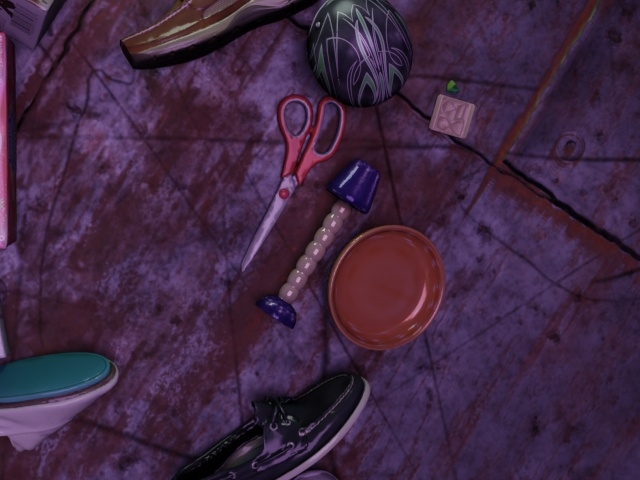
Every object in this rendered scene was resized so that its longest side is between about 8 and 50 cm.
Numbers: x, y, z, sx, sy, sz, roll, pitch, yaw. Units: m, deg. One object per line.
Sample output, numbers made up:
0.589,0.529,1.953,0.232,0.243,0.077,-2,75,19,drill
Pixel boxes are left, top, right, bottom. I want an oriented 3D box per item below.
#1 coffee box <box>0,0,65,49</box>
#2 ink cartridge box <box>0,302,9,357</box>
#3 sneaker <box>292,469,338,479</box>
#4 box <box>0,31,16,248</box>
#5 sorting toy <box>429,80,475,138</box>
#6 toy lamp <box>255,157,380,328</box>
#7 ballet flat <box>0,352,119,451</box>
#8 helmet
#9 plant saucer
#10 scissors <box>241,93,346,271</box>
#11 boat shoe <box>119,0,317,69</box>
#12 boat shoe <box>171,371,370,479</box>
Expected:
-0.483,-0.423,1.554,0.297,0.119,0.168,30,62,-11,coffee box
-0.513,0.118,1.649,0.088,0.052,0.122,-10,97,-9,ink cartridge box
0.026,0.491,1.738,0.105,0.115,0.281,-17,97,-8,sneaker
-0.506,-0.140,1.580,0.142,0.154,0.300,0,93,-10,box
0.211,-0.208,1.772,0.062,0.012,0.083,16,95,-6,sorting toy
0.000,0.000,1.719,0.080,0.080,0.275,34,88,-11,toy lamp
-0.487,0.255,1.638,0.400,0.139,0.139,-8,96,-5,ballet flat
0.059,-0.282,1.662,0.169,0.161,0.169,0,90,-9,helmet
0.099,0.071,1.741,0.200,0.037,0.200,-6,104,-23,plant saucer
-0.040,-0.085,1.732,0.109,0.021,0.297,14,90,-13,scissors
-0.150,-0.354,1.654,0.324,0.122,0.120,-27,93,-15,boat shoe
-0.082,0.296,1.701,0.340,0.127,0.113,-37,111,4,boat shoe
